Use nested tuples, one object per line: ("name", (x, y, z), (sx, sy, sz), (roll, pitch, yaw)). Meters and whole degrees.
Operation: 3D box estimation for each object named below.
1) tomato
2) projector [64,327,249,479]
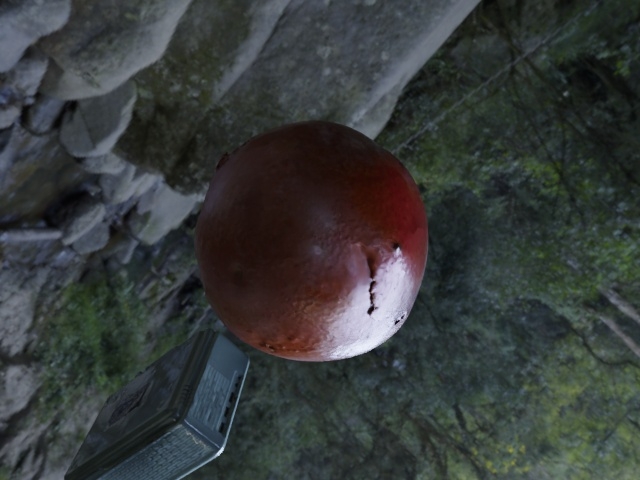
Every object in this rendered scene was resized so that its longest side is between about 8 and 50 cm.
("tomato", (0.000, 0.000, 0.556), (0.208, 0.184, 0.208), (5, 90, -71))
("projector", (-0.232, 0.254, 0.911), (0.256, 0.099, 0.192), (-37, -161, 25))
